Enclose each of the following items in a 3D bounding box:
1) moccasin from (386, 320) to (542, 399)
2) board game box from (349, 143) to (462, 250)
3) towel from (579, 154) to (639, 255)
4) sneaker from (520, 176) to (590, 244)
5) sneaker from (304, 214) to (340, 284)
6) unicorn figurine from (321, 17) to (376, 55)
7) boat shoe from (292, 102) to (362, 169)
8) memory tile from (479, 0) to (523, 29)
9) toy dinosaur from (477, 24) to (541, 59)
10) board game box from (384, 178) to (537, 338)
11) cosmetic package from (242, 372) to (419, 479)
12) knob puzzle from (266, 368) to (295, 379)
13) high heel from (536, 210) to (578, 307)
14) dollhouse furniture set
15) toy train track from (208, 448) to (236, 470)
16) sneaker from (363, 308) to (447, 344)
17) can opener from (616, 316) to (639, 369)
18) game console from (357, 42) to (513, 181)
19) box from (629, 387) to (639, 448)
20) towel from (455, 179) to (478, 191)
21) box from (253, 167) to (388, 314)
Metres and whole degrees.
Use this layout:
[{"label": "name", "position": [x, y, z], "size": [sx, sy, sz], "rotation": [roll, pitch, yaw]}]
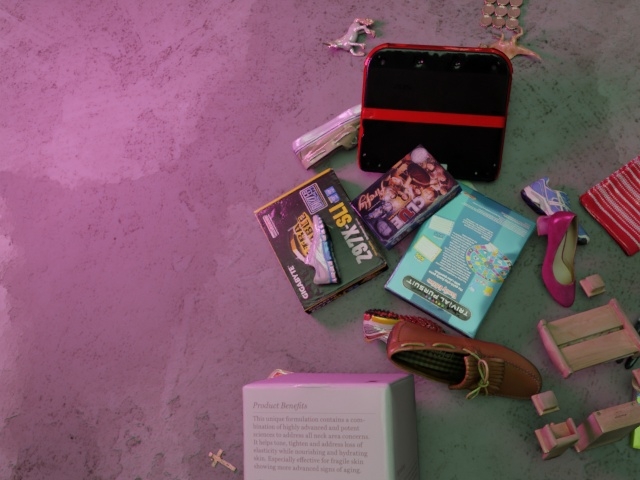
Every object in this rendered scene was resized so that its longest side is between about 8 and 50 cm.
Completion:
[{"label": "moccasin", "position": [0.342, 0.301, 1.480], "size": [0.379, 0.147, 0.139], "rotation": [22, 118, -2]}, {"label": "board game box", "position": [0.219, -0.113, 1.606], "size": [0.243, 0.042, 0.165], "rotation": [-40, 62, 5]}, {"label": "towel", "position": [0.829, -0.109, 1.580], "size": [0.274, 0.031, 0.199], "rotation": [-35, 72, 1]}, {"label": "sneaker", "position": [0.614, -0.077, 1.591], "size": [0.081, 0.080, 0.211], "rotation": [-41, 72, 2]}, {"label": "sneaker", "position": [-0.009, 0.026, 1.627], "size": [0.082, 0.071, 0.191], "rotation": [-16, 73, 13]}, {"label": "unicorn figurine", "position": [0.093, -0.603, 1.861], "size": [0.111, 0.060, 0.162], "rotation": [26, 66, 18]}, {"label": "boat shoe", "position": [0.066, -0.303, 1.770], "size": [0.302, 0.109, 0.094], "rotation": [-27, 87, 13]}, {"label": "memory tile", "position": [0.528, -0.681, 1.805], "size": [0.113, 0.012, 0.148], "rotation": [12, 79, 15]}, {"label": "toy dinosaur", "position": [0.544, -0.554, 1.757], "size": [0.183, 0.053, 0.093], "rotation": [17, 95, 23]}, {"label": "board game box", "position": [0.358, 0.044, 1.601], "size": [0.253, 0.079, 0.336], "rotation": [30, 85, 11]}, {"label": "cosmetic package", "position": [0.038, 0.507, 1.397], "size": [0.329, 0.327, 0.394], "rotation": [-4, 81, 18]}, {"label": "knob puzzle", "position": [-0.091, 0.433, 1.636], "size": [0.213, 0.030, 0.213], "rotation": [-3, 75, 12]}, {"label": "high heel", "position": [0.604, 0.048, 1.514], "size": [0.082, 0.117, 0.244], "rotation": [-10, 92, -20]}, {"label": "dollhouse furniture set", "position": [0.587, 0.300, 1.474], "size": [0.303, 0.174, 0.356], "rotation": [-14, 57, -6]}, {"label": "toy train track", "position": [-0.261, 0.585, 1.641], "size": [0.083, 0.014, 0.048], "rotation": [25, 82, 17]}, {"label": "sneaker", "position": [0.219, 0.242, 1.602], "size": [0.225, 0.088, 0.093], "rotation": [11, 101, 13]}, {"label": "can opener", "position": [0.773, 0.224, 1.491], "size": [0.059, 0.073, 0.186], "rotation": [39, 95, 11]}, {"label": "game console", "position": [0.298, -0.339, 1.646], "size": [0.386, 0.060, 0.342], "rotation": [6, 109, 9]}, {"label": "box", "position": [0.788, 0.402, 1.448], "size": [0.108, 0.042, 0.178], "rotation": [7, 78, 14]}, {"label": "towel", "position": [0.350, -0.140, 1.699], "size": [0.113, 0.023, 0.152], "rotation": [-37, 69, -1]}, {"label": "box", "position": [0.000, 0.000, 1.707], "size": [0.257, 0.079, 0.322], "rotation": [-28, 71, 2]}]
